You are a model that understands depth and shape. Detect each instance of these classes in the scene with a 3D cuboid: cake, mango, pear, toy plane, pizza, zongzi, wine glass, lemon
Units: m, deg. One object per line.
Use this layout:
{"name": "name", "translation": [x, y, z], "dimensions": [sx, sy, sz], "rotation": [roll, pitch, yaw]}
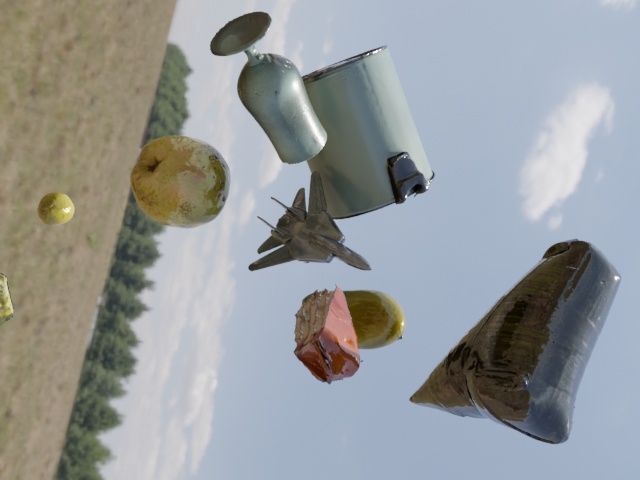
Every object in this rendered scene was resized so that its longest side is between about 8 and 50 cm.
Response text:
{"name": "cake", "translation": [0.013, 0.189, 1.729], "dimensions": [0.098, 0.135, 0.287], "rotation": [-43, -159, 21]}
{"name": "mango", "translation": [0.074, 0.179, 1.899], "dimensions": [0.091, 0.238, 0.137], "rotation": [69, 21, -64]}
{"name": "pear", "translation": [-0.251, -0.105, 1.481], "dimensions": [0.178, 0.178, 0.178], "rotation": [-167, -90, -77]}
{"name": "toy plane", "translation": [0.006, 0.005, 1.410], "dimensions": [0.267, 0.088, 0.212], "rotation": [29, -98, 41]}
{"name": "pizza", "translation": [-0.626, 0.107, 1.551], "dimensions": [0.036, 0.099, 0.160], "rotation": [-156, -121, -72]}
{"name": "zongzi", "translation": [0.379, 0.189, 1.714], "dimensions": [0.403, 0.208, 0.432], "rotation": [-60, -159, -20]}
{"name": "wine glass", "translation": [-0.072, -0.227, 1.288], "dimensions": [0.103, 0.103, 0.231], "rotation": [-91, 158, -46]}
{"name": "lemon", "translation": [-0.503, -0.060, 1.591], "dimensions": [0.092, 0.065, 0.065], "rotation": [-44, 150, -79]}

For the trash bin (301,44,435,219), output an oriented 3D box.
{"name": "trash bin", "translation": [0.068, -0.200, 1.551], "dimensions": [0.277, 0.217, 0.262], "rotation": [6, -60, 63]}
